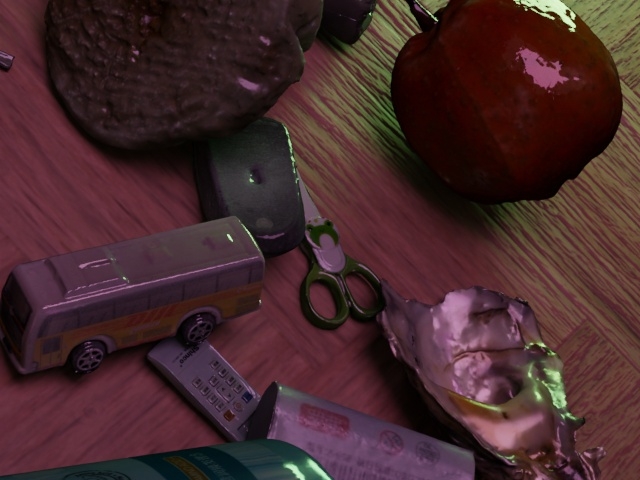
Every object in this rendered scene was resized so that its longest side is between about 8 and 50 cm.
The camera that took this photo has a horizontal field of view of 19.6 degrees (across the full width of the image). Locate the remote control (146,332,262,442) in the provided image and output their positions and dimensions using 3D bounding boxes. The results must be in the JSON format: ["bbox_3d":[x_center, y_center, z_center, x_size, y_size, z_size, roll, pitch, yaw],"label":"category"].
[{"bbox_3d":[-0.104,0.158,1.891,0.162,0.029,0.061,47,53,0],"label":"remote control"}]

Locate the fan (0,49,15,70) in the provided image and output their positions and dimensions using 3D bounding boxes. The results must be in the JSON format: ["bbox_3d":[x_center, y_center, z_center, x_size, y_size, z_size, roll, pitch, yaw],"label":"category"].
[{"bbox_3d":[-0.482,-0.261,1.967,0.335,0.011,0.230,24,54,-12],"label":"fan"}]

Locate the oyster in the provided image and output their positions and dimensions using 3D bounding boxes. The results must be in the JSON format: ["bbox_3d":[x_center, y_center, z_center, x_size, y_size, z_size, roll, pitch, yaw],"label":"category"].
[{"bbox_3d":[0.176,0.158,1.991,0.275,0.100,0.271,16,52,-3],"label":"oyster"}]

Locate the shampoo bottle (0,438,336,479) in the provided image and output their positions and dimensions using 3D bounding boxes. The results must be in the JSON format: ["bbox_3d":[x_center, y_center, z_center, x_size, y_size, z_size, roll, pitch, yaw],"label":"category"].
[{"bbox_3d":[-0.158,0.348,1.556,0.342,0.331,0.331,-5,64,-31],"label":"shampoo bottle"}]

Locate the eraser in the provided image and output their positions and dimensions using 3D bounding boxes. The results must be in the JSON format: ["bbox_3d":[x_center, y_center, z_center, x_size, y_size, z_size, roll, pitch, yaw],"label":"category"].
[{"bbox_3d":[0.030,0.258,1.850,0.227,0.081,0.174,21,70,-17],"label":"eraser"}]

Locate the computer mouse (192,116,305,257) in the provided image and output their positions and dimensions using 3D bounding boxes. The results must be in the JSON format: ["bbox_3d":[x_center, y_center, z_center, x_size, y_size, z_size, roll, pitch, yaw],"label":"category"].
[{"bbox_3d":[-0.077,-0.057,2.015,0.113,0.068,0.229,-2,47,-12],"label":"computer mouse"}]

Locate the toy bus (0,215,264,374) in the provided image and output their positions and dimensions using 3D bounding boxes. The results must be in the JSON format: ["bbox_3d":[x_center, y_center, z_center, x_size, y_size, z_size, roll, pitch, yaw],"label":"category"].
[{"bbox_3d":[-0.187,0.053,1.847,0.268,0.106,0.092,-13,47,-26],"label":"toy bus"}]

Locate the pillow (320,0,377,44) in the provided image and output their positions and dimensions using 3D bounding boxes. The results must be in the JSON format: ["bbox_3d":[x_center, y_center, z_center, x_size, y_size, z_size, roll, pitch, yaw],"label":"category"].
[{"bbox_3d":[0.022,-0.404,2.262,0.228,0.101,0.326,32,50,-2],"label":"pillow"}]

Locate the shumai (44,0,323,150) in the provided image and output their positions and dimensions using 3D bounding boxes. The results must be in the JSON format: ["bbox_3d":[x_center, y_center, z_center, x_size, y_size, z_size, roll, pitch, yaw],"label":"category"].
[{"bbox_3d":[-0.120,-0.239,2.050,0.309,0.304,0.263,36,17,18],"label":"shumai"}]

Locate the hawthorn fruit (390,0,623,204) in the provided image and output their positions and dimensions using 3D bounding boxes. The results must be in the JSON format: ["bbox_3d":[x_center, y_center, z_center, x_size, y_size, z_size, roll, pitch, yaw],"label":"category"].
[{"bbox_3d":[0.188,-0.188,2.107,0.300,0.254,0.254,45,51,-10],"label":"hawthorn fruit"}]

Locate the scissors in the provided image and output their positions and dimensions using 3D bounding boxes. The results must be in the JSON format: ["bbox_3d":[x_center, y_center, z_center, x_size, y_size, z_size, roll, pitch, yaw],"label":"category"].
[{"bbox_3d":[0.000,0.000,2.042,0.101,0.027,0.204,-10,68,-33],"label":"scissors"}]
